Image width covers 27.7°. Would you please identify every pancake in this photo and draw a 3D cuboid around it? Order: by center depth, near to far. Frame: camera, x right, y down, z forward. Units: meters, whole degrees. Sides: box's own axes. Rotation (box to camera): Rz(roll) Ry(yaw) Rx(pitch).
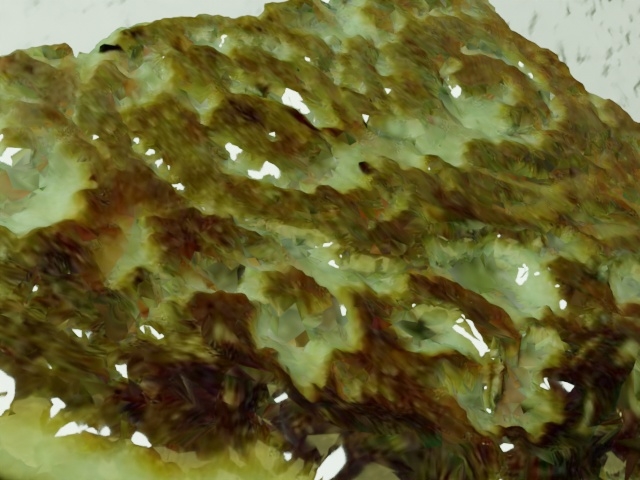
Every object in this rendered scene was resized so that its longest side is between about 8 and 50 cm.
[{"bbox_3d":[0.003,0.004,0.502,0.426,0.067,0.305,-12,57,-35],"label":"pancake"}]
